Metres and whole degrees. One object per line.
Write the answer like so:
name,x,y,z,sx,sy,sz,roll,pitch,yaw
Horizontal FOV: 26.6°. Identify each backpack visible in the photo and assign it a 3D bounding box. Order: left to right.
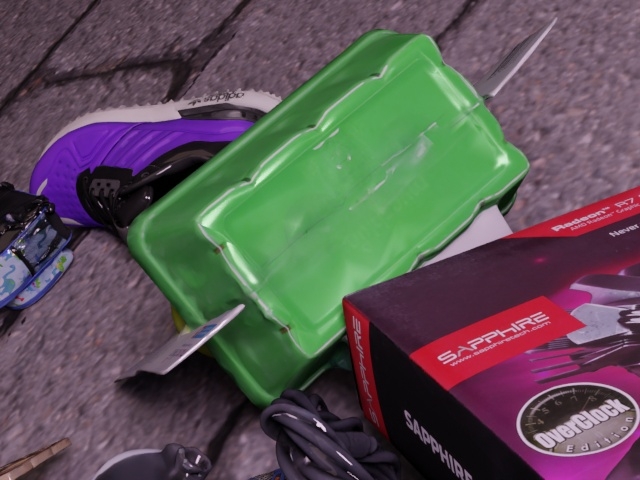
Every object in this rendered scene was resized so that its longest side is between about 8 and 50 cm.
backpack,-0.293,0.016,1.256,0.114,0.084,0.105,-46,35,-21

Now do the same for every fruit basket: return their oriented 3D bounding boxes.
fruit basket,0.000,0.000,0.947,0.327,0.165,0.353,-40,-3,-15

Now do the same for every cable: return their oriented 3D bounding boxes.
cable,0.032,0.135,0.695,0.047,0.184,0.150,-36,27,6

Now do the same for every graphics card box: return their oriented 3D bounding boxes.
graphics card box,0.190,0.093,0.654,0.232,0.094,0.371,-19,28,-17

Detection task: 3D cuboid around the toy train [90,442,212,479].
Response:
toy train,-0.067,0.239,0.636,0.190,0.142,0.334,-60,30,13

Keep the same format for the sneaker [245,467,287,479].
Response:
sneaker,0.004,0.186,0.762,0.087,0.083,0.221,-30,34,-18

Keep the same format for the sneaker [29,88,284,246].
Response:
sneaker,-0.163,-0.046,1.212,0.293,0.102,0.146,-12,37,30

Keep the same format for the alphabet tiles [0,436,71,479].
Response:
alphabet tiles,-0.301,0.202,0.974,0.237,0.009,0.198,-25,-1,10
